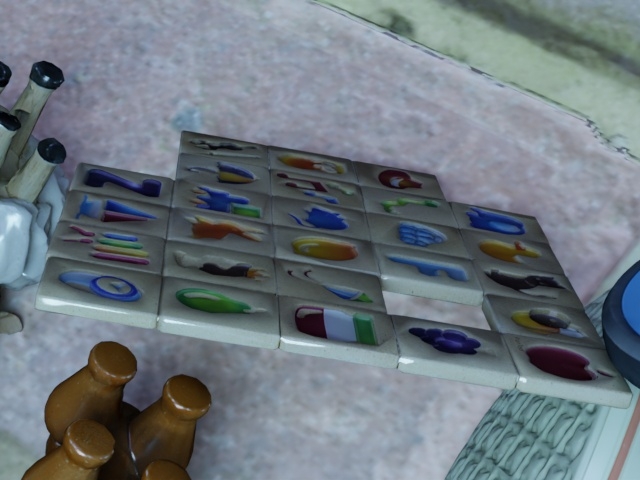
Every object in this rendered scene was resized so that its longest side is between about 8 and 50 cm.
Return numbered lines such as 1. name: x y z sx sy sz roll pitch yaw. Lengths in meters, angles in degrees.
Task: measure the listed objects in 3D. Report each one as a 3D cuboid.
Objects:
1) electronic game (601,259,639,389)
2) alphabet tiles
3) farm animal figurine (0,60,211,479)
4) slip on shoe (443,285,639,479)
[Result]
1. electronic game: 0.206 0.014 0.559 0.229 0.048 0.229 -10 14 3
2. alphabet tiles: 0.000 0.000 0.665 0.198 0.009 0.237 10 17 -6
3. farm animal figurine: -0.229 0.061 0.641 0.330 0.172 0.327 7 43 -34
4. slip on shoe: 0.090 0.149 0.596 0.101 0.123 0.331 31 47 -15
